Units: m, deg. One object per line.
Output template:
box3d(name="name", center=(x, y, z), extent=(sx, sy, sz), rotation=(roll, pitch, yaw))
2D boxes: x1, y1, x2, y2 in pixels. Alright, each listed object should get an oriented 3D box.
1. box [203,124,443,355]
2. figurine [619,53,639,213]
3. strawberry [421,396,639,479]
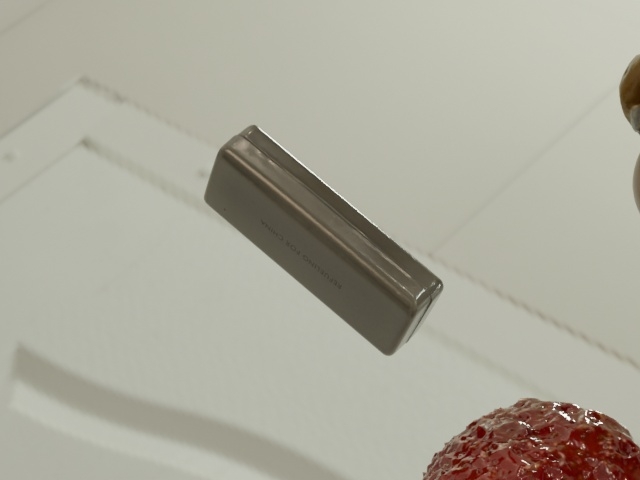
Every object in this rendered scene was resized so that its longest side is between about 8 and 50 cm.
box3d(name="box", center=(0.000, 0.000, 1.496), extent=(0.243, 0.055, 0.103), rotation=(41, -34, 11))
box3d(name="figurine", center=(0.438, 0.003, 1.388), extent=(0.401, 0.268, 0.387), rotation=(53, 18, -44))
box3d(name="strawberry", center=(0.174, 0.269, 1.401), extent=(0.257, 0.276, 0.257), rotation=(0, -90, 38))
